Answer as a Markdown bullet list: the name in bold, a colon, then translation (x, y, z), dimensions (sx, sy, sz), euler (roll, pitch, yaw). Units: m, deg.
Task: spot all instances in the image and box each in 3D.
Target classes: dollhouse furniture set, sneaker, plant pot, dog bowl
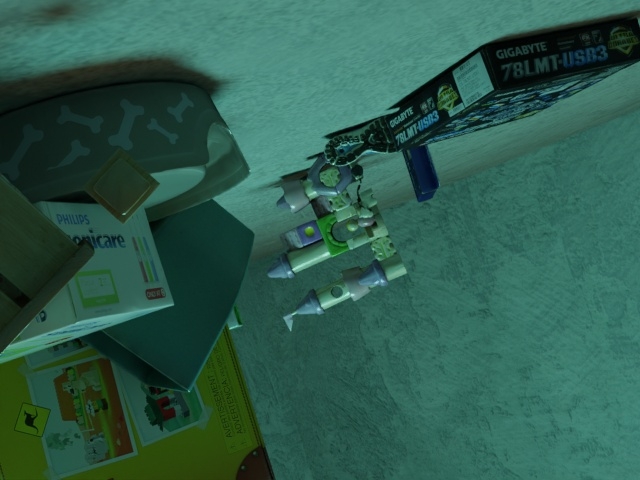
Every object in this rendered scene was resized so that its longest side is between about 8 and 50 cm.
- **dollhouse furniture set**: translation (-0.371, -0.026, 0.792), dimensions (0.355, 0.303, 0.174), euler (-46, -167, -6)
- **sneaker**: translation (0.084, -0.175, 1.591), dimensions (0.162, 0.063, 0.073), euler (-14, -166, 3)
- **plant pot**: translation (-0.205, 0.056, 1.262), dimensions (0.234, 0.165, 0.165), euler (-58, -158, -20)
- **dog bowl**: translation (-0.255, -0.074, 1.035), dimensions (0.348, 0.102, 0.349), euler (-18, 176, -1)

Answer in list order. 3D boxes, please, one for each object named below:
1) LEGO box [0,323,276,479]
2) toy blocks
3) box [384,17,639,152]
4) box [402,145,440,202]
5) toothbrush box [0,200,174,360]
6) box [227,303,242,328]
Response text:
- **LEGO box**: translation (-0.328, 0.184, 1.403), dimensions (0.372, 0.501, 0.193), euler (-16, 176, -18)
- **toy blocks**: translation (0.000, 0.000, 1.864), dimensions (0.260, 0.289, 0.309), euler (-23, 179, 2)
- **box**: translation (0.293, -0.235, 1.445), dimensions (0.295, 0.073, 0.293), euler (-16, 177, -25)
- **box**: translation (0.176, -0.146, 1.714), dimensions (0.036, 0.137, 0.225), euler (-17, 176, 1)
- **toothbrush box**: translation (-0.327, 0.060, 0.954), dimensions (0.283, 0.122, 0.206), euler (-20, 175, 14)
- **box**: translation (-0.285, 0.061, 1.657), dimensions (0.231, 0.262, 0.127), euler (-16, 176, -3)
